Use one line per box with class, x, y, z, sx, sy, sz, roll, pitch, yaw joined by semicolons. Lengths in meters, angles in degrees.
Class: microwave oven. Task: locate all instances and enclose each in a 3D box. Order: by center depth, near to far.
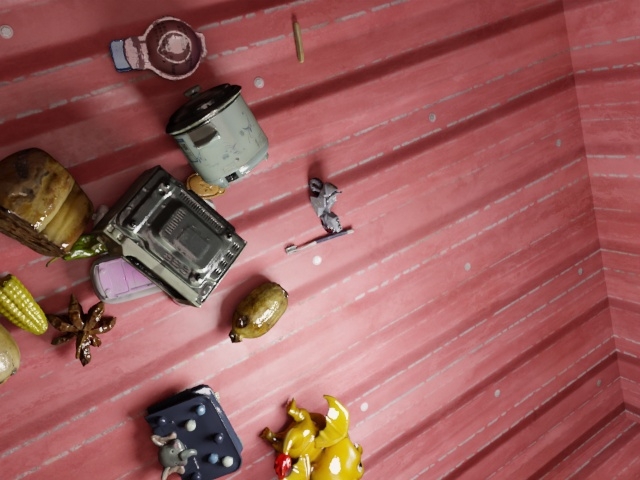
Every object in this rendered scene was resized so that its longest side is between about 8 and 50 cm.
microwave oven;-0.438;-0.010;1.654;0.355;0.218;0.286;45;68;-23

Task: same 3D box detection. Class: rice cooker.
rice cooker;-0.317;-0.334;1.715;0.264;0.317;0.317;-21;113;18

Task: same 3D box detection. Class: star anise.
star anise;-0.717;0.263;1.696;0.196;0.111;0.213;-36;105;-27

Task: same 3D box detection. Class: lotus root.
lotus root;-0.754;-0.105;1.507;0.316;0.316;0.250;45;65;-26
lotus root;-0.957;0.274;1.522;0.182;0.182;0.310;-39;113;-17
lotus root;-0.218;0.254;1.940;0.260;0.128;0.145;-44;125;-13

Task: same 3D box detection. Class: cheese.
cheese;-0.483;-0.575;1.694;0.285;0.074;0.189;-18;106;-21

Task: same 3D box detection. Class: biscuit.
biscuit;-0.375;-0.191;1.818;0.140;0.023;0.118;-23;90;-40

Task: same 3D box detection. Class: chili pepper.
chili pepper;-0.722;0.023;1.667;0.203;0.073;0.072;-17;92;-34

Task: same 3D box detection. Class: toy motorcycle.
toy motorcycle;0.031;-0.127;2.011;0.080;0.122;0.216;-33;113;-36

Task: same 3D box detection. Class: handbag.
handbag;-0.432;0.669;1.872;0.269;0.118;0.326;-24;107;-1

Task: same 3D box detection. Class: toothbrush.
toothbrush;0.000;0.000;2.072;0.287;0.024;0.026;-18;92;-23

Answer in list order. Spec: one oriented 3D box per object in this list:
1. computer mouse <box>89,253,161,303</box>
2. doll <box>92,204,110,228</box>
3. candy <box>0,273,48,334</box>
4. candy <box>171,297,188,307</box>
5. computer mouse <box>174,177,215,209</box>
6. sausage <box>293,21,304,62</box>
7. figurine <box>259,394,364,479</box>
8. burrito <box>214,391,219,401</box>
computer mouse;-0.556;0.095;1.755;0.310;0.071;0.158;-17;92;-29
doll;-0.615;-0.053;1.712;0.162;0.062;0.106;18;60;-31
candy;-0.860;0.195;1.607;0.094;0.106;0.199;-49;122;-33
candy;-0.448;0.168;1.851;0.103;0.043;0.103;-3;97;-26
computer mouse;-0.434;-0.125;1.808;0.199;0.045;0.102;31;82;-27
sausage;-0.074;-0.677;1.921;0.024;0.024;0.133;-16;104;-25
figurine;-0.027;0.800;2.053;0.387;0.268;0.401;43;67;-13
burrito;-0.380;0.633;1.960;0.058;0.063;0.230;-32;127;-63
